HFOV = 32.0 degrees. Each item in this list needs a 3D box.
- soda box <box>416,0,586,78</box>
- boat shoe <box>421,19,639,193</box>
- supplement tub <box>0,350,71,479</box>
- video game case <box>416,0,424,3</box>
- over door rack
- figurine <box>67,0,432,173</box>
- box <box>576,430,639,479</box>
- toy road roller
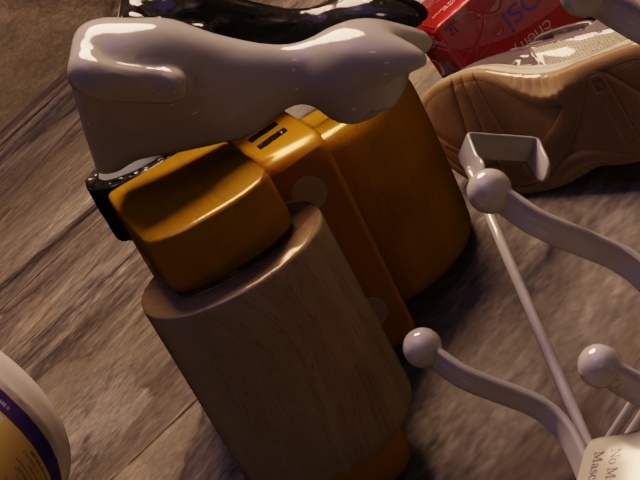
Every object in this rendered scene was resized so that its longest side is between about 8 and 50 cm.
[{"bbox_3d":[0.207,-0.244,1.000,0.263,0.092,0.083,-41,24,-3],"label":"soda box"},{"bbox_3d":[0.183,-0.103,0.788,0.092,0.103,0.285,-35,13,-28],"label":"boat shoe"},{"bbox_3d":[-0.353,0.236,0.798,0.241,0.241,0.331,-21,29,37],"label":"supplement tub"},{"bbox_3d":[0.092,-0.269,1.308,0.212,0.023,0.193,-23,29,36],"label":"video game case"},{"bbox_3d":[0.122,-0.043,0.565,0.324,0.108,0.239,-88,13,-49],"label":"over door rack"},{"bbox_3d":[-0.032,-0.117,0.708,0.209,0.092,0.215,-7,20,5],"label":"figurine"},{"bbox_3d":[0.215,0.109,0.352,0.275,0.094,0.113,-21,30,38],"label":"box"},{"bbox_3d":[0.000,0.000,0.754,0.240,0.202,0.329,-31,22,-7],"label":"toy road roller"}]
